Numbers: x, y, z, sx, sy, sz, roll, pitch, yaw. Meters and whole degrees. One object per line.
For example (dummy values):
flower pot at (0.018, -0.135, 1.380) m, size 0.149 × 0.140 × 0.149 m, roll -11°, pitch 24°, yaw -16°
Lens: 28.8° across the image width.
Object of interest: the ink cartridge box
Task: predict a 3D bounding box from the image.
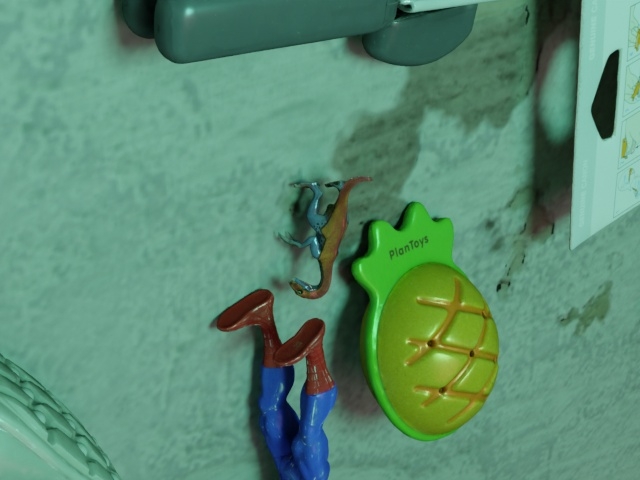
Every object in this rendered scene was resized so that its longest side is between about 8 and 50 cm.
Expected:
ink cartridge box at (0.271, -0.157, 1.014) m, size 0.238 × 0.060 × 0.275 m, roll -28°, pitch 133°, yaw -25°

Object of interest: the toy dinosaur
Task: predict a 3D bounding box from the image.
toy dinosaur at (0.000, 0.000, 0.868) m, size 0.047 × 0.090 × 0.082 m, roll -3°, pitch 88°, yaw -24°

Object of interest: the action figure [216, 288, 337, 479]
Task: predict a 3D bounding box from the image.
action figure at (-0.042, 0.185, 0.936) m, size 0.139 × 0.091 × 0.280 m, roll -38°, pitch 136°, yaw -26°

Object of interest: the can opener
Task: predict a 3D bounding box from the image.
can opener at (0.012, -0.141, 0.772) m, size 0.280 × 0.074 × 0.093 m, roll -12°, pitch 125°, yaw -37°

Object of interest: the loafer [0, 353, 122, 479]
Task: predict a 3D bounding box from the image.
loafer at (-0.231, 0.107, 0.700) m, size 0.111 × 0.112 × 0.319 m, roll -47°, pitch 131°, yaw 0°

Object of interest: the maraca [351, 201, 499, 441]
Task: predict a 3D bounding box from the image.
maraca at (0.080, 0.065, 0.965) m, size 0.127 × 0.099 × 0.186 m, roll -26°, pitch 107°, yaw -39°
